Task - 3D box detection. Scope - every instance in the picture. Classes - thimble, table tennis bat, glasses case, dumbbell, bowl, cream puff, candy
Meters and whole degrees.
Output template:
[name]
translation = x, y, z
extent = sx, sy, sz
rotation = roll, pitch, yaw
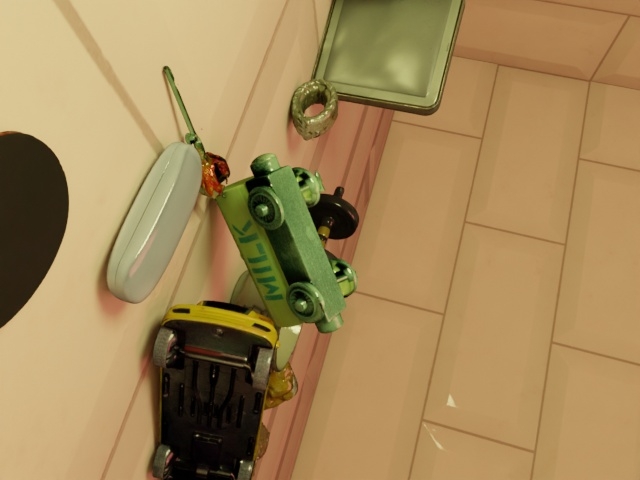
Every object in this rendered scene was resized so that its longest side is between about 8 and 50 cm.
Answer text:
[thimble]
translation = -0.011, -0.243, 1.060
extent = 0.062, 0.084, 0.110
rotation = 84, 20, -66
[table tennis bat]
translation = -0.229, 0.022, 0.361
extent = 0.130, 0.019, 0.220
rotation = 90, 15, -51
[glasses case]
translation = -0.167, -0.021, 0.582
extent = 0.067, 0.045, 0.178
rotation = 86, 20, -63
[dumbbell]
translation = 0.000, 0.000, 1.311
extent = 0.143, 0.143, 0.325
rotation = 90, 17, -55
[bowl]
translation = -0.095, 0.121, 1.017
extent = 0.211, 0.112, 0.211
rotation = 13, 90, -82
[cream puff]
translation = -0.114, 0.269, 1.147
extent = 0.146, 0.116, 0.146
rotation = 62, -7, 13
[candy]
translation = -0.143, -0.117, 0.634
extent = 0.184, 0.049, 0.055
rotation = 77, -4, -52

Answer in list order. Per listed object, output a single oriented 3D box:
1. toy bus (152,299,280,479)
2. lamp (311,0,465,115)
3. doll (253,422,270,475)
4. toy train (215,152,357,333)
[toy bus]
translation = -0.141, 0.204, 0.777
extent = 0.151, 0.145, 0.331
rotation = -77, 179, -57
[lamp]
translation = 0.135, -0.401, 1.143
extent = 0.047, 0.267, 0.269
rotation = 40, 64, -76
[doll]
translation = -0.153, 0.386, 1.077
extent = 0.221, 0.105, 0.114
rotation = -25, 122, -76
[toy train]
translation = -0.057, 0.011, 0.769
extent = 0.105, 0.157, 0.253
rotation = -37, 110, -45
